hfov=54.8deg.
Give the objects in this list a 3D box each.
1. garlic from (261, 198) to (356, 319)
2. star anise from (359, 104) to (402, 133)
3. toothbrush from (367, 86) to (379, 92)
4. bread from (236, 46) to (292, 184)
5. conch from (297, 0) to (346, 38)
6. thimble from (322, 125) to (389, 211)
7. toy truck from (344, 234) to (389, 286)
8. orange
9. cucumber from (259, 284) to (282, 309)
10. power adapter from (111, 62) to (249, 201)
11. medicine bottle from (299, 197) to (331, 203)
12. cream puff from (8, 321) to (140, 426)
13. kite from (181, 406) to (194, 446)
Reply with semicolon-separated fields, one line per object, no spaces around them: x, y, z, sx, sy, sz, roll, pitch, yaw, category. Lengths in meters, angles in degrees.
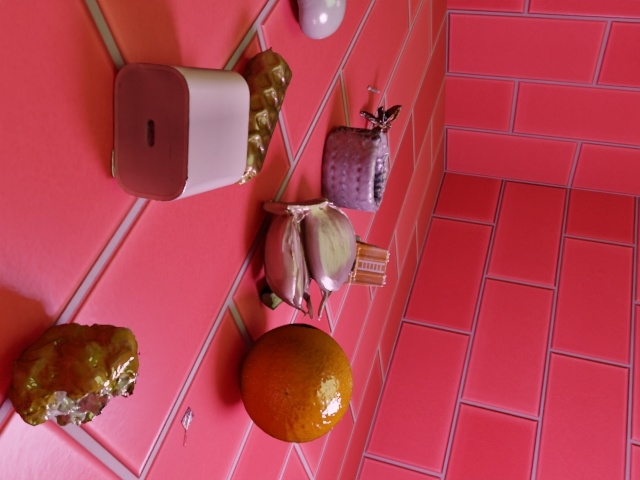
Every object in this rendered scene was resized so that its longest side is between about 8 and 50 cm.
-0.028;0.026;1.427;0.237;0.210;0.292;-68;149;-71;garlic
0.188;-0.412;2.107;0.144;0.158;0.140;-128;-158;-48;star anise
0.182;-0.514;2.112;0.131;0.013;0.011;-20;108;-69;toothbrush
-0.128;-0.232;1.181;0.087;0.098;0.269;24;72;-29;bread
-0.010;-0.558;1.361;0.221;0.121;0.185;68;6;-51;conch
0.103;-0.208;1.800;0.217;0.157;0.245;-60;155;-53;thimble
0.101;0.057;1.799;0.305;0.162;0.136;-148;-114;-83;toy truck
-0.055;0.323;1.418;0.274;0.274;0.274;10;90;-72;orange
-0.095;0.113;1.542;0.220;0.046;0.070;-41;140;-61;cucumber
-0.191;-0.172;0.955;0.255;0.124;0.187;-31;129;-67;power adapter
0.000;0.000;1.613;0.132;0.088;0.188;54;28;-67;medicine bottle
-0.308;0.160;0.770;0.156;0.156;0.121;56;16;-65;cream puff
-0.261;0.365;1.224;0.044;0.002;0.078;-50;144;-58;kite
